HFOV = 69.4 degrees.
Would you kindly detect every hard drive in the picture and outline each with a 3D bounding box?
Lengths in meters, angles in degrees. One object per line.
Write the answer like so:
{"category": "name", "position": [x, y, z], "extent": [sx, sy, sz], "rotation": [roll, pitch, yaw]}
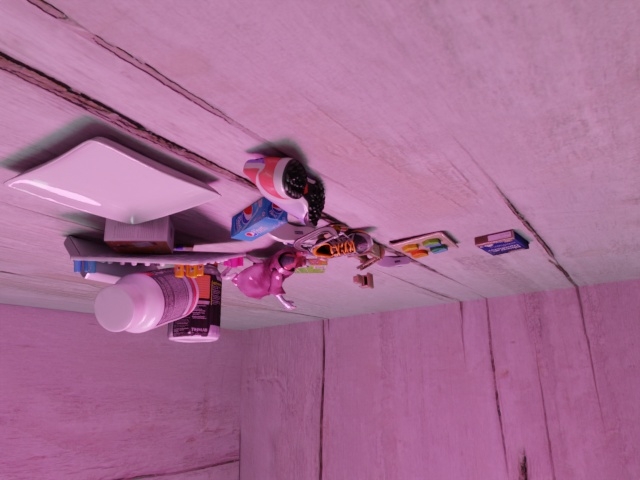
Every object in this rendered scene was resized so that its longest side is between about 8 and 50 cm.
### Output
{"category": "hard drive", "position": [-0.681, 0.085, 1.565], "extent": [0.203, 0.040, 0.308], "rotation": [41, -171, 34]}

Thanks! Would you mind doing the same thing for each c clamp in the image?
{"category": "c clamp", "position": [0.000, 0.000, 1.460], "extent": [0.161, 0.022, 0.137], "rotation": [-23, 153, 10]}

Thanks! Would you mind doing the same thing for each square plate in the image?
{"category": "square plate", "position": [-0.477, -0.133, 1.091], "extent": [0.344, 0.049, 0.347], "rotation": [-12, 160, 30]}

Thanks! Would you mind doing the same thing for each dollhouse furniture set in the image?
{"category": "dollhouse furniture set", "position": [0.150, 0.078, 1.635], "extent": [0.101, 0.160, 0.182], "rotation": [-12, 161, 29]}

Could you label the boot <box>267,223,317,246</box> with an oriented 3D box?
{"category": "boot", "position": [-0.107, -0.011, 1.474], "extent": [0.190, 0.069, 0.086], "rotation": [10, 153, -35]}

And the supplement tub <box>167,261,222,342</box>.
{"category": "supplement tub", "position": [-0.478, 0.225, 1.777], "extent": [0.194, 0.315, 0.193], "rotation": [-1, 162, 0]}

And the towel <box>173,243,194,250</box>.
{"category": "towel", "position": [-0.494, 0.025, 1.647], "extent": [0.084, 0.009, 0.060], "rotation": [4, 162, -20]}

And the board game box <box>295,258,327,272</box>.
{"category": "board game box", "position": [-0.107, 0.108, 1.910], "extent": [0.260, 0.039, 0.124], "rotation": [-2, 162, -7]}

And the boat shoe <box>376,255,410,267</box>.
{"category": "boat shoe", "position": [0.292, 0.090, 1.875], "extent": [0.142, 0.049, 0.040], "rotation": [-2, 163, -8]}

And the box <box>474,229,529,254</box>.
{"category": "box", "position": [0.675, 0.015, 1.702], "extent": [0.137, 0.036, 0.225], "rotation": [-15, 159, 36]}

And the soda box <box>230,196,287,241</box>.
{"category": "soda box", "position": [-0.178, -0.059, 1.323], "extent": [0.071, 0.067, 0.210], "rotation": [12, 158, -35]}

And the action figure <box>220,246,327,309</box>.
{"category": "action figure", "position": [-0.153, 0.086, 1.665], "extent": [0.276, 0.248, 0.370], "rotation": [37, 149, -10]}

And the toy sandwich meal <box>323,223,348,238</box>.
{"category": "toy sandwich meal", "position": [0.048, -0.030, 1.500], "extent": [0.086, 0.029, 0.085], "rotation": [-2, 162, -1]}

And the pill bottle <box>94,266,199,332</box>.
{"category": "pill bottle", "position": [-0.523, 0.180, 1.408], "extent": [0.177, 0.176, 0.318], "rotation": [-6, 180, 14]}

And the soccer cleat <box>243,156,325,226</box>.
{"category": "soccer cleat", "position": [-0.074, -0.118, 1.126], "extent": [0.117, 0.108, 0.318], "rotation": [14, 170, 20]}

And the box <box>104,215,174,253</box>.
{"category": "box", "position": [-0.530, -0.020, 1.368], "extent": [0.171, 0.090, 0.130], "rotation": [0, 162, -8]}

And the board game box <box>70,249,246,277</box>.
{"category": "board game box", "position": [-0.482, 0.066, 1.447], "extent": [0.391, 0.050, 0.390], "rotation": [1, -178, 11]}

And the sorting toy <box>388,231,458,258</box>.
{"category": "sorting toy", "position": [0.380, 0.024, 1.692], "extent": [0.209, 0.038, 0.193], "rotation": [-12, 160, 29]}

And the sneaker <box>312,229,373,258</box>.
{"category": "sneaker", "position": [0.071, 0.023, 1.538], "extent": [0.215, 0.084, 0.083], "rotation": [-11, -166, 25]}
